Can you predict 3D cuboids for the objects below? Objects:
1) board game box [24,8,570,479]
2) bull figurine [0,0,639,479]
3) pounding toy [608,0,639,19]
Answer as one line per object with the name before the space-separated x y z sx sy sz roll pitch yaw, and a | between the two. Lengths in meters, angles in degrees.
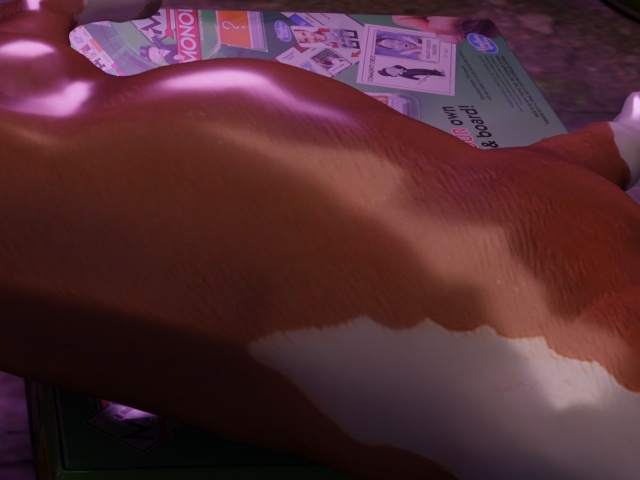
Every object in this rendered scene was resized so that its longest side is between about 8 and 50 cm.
board game box | 0.000 0.000 0.646 0.214 0.046 0.317 0 30 -13
bull figurine | 0.012 0.007 0.490 0.310 0.101 0.188 19 25 11
pounding toy | 0.236 -0.191 0.986 0.183 0.110 0.237 7 29 -2
